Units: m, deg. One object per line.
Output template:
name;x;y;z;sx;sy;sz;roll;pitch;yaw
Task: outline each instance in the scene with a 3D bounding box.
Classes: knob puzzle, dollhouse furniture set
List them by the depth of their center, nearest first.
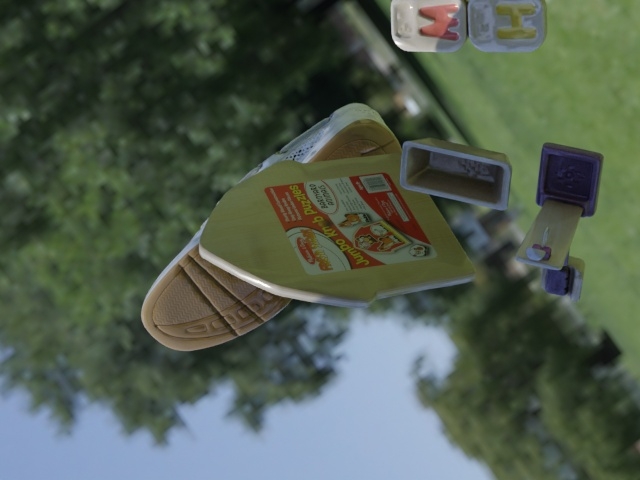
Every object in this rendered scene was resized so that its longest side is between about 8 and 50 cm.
dollhouse furniture set;0.092;-0.003;1.121;0.081;0.114;0.091;-57;-24;-52
knob puzzle;0.000;0.000;1.525;0.213;0.213;0.030;-120;27;-49

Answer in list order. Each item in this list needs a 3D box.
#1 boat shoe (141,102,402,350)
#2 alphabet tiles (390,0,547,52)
boat shoe;-0.044;-0.013;1.730;0.098;0.277;0.096;46;-169;-26
alphabet tiles;0.124;-0.302;1.713;0.021;0.278;0.284;-49;-41;-65
